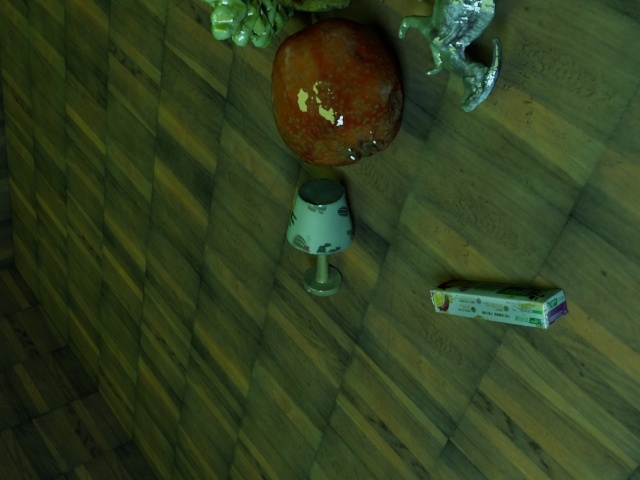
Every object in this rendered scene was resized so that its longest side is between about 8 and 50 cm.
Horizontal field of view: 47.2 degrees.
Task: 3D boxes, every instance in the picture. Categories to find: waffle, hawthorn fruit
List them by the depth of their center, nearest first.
[{"bbox_3d":[0.016,-0.238,1.102,0.205,0.205,0.253,-42,64,52],"label":"hawthorn fruit"},{"bbox_3d":[-0.124,-0.454,1.118,0.073,0.297,0.317,-9,107,29],"label":"waffle"}]

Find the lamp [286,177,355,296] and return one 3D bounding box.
[{"bbox_3d":[0.000,0.000,1.294,0.121,0.121,0.215,39,143,35],"label":"lamp"}]

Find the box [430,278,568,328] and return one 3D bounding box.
[{"bbox_3d":[0.254,0.088,1.065,0.207,0.050,0.041,4,111,51],"label":"box"}]

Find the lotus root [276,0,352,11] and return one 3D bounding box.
[{"bbox_3d":[-0.015,-0.489,0.974,0.250,0.250,0.346,25,125,44],"label":"lotus root"}]

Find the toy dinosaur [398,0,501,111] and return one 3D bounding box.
[{"bbox_3d":[0.171,-0.319,0.958,0.162,0.077,0.294,10,118,49],"label":"toy dinosaur"}]
